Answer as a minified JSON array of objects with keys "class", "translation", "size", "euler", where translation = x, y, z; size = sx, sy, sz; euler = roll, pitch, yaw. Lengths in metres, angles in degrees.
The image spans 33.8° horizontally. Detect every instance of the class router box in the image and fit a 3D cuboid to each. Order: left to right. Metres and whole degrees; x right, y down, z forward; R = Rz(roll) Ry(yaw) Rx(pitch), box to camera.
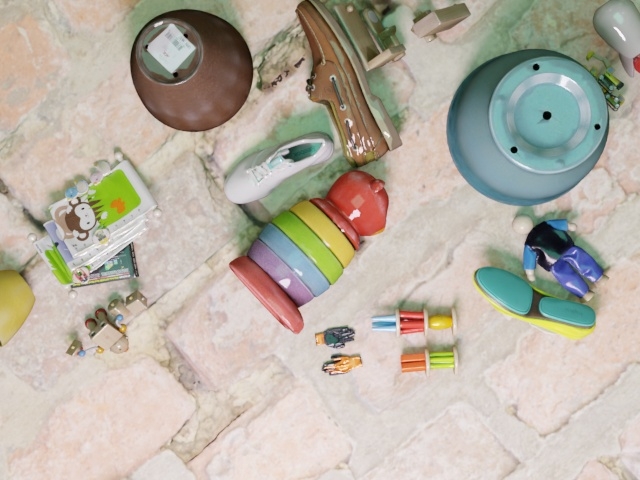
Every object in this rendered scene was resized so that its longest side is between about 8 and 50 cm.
[{"class":"router box","translation":[-0.390,0.031,1.870],"size":[0.123,0.038,0.092],"euler":[-9,89,3]}]

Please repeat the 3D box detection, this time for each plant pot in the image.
[{"class":"plant pot","translation":[-0.558,0.106,1.845],"size":[0.095,0.134,0.134],"euler":[-37,89,-24]},{"class":"plant pot","translation":[-0.231,-0.299,1.761],"size":[0.215,0.230,0.215],"euler":[0,91,3]},{"class":"plant pot","translation":[0.352,-0.192,1.727],"size":[0.272,0.255,0.271],"euler":[0,92,2]}]

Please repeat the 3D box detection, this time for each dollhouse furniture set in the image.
[{"class":"dollhouse furniture set","translation":[0.139,-0.389,1.788],"size":[0.151,0.144,0.123],"euler":[-30,89,39]}]

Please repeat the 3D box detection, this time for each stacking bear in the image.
[{"class":"stacking bear","translation":[0.000,0.000,1.802],"size":[0.289,0.175,0.164],"euler":[-43,96,-7]}]

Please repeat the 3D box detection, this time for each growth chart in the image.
[{"class":"growth chart","translation":[-0.397,-0.034,1.846],"size":[0.237,0.021,0.172],"euler":[-43,74,-7]}]

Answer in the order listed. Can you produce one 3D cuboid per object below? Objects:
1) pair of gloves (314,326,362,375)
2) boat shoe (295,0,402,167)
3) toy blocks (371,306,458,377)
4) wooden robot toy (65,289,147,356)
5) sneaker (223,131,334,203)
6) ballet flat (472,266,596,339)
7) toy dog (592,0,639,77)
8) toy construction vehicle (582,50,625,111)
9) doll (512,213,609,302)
[{"class":"pair of gloves","translation":[0.032,0.197,1.870],"size":[0.074,0.010,0.083],"euler":[-13,88,4]},{"class":"boat shoe","translation":[0.024,-0.272,1.810],"size":[0.104,0.111,0.307],"euler":[-29,90,2]},{"class":"toy blocks","translation":[0.164,0.179,1.842],"size":[0.148,0.054,0.123],"euler":[-2,91,2]},{"class":"wooden robot toy","translation":[-0.366,0.163,1.872],"size":[0.173,0.076,0.079],"euler":[-43,124,2]},{"class":"sneaker","translation":[-0.079,-0.132,1.826],"size":[0.212,0.094,0.080],"euler":[-29,91,6]},{"class":"ballet flat","translation":[0.362,0.118,1.823],"size":[0.231,0.077,0.077],"euler":[21,57,-1]},{"class":"toy dog","translation":[0.602,-0.286,1.758],"size":[0.220,0.161,0.333],"euler":[-3,127,39]},{"class":"toy construction vehicle","translation":[0.489,-0.275,1.805],"size":[0.035,0.086,0.098],"euler":[-40,77,3]},{"class":"doll","translation":[0.407,0.026,1.833],"size":[0.189,0.046,0.129],"euler":[44,92,1]}]
